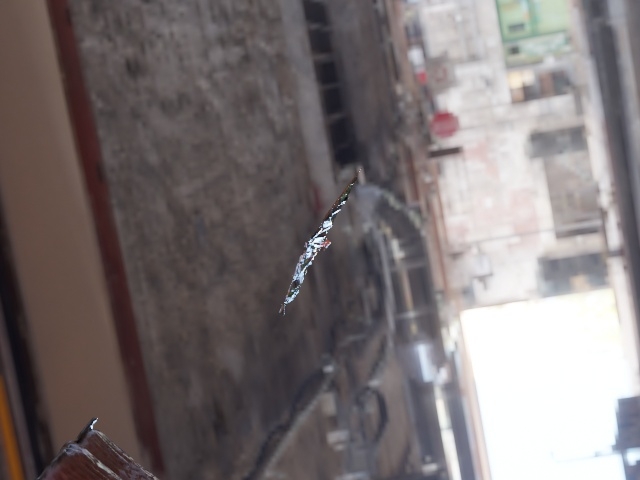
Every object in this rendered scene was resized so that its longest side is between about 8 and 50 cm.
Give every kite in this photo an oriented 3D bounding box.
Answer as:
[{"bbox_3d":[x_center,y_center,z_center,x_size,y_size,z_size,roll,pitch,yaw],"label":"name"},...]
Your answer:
[{"bbox_3d":[0.000,0.000,1.913,0.009,0.232,0.189,29,-179,8],"label":"kite"}]

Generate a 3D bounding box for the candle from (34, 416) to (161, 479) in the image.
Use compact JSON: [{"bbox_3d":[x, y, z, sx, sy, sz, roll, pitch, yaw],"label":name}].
[{"bbox_3d":[-0.235,0.300,1.168,0.287,0.131,0.317,-51,179,-8],"label":"candle"}]
